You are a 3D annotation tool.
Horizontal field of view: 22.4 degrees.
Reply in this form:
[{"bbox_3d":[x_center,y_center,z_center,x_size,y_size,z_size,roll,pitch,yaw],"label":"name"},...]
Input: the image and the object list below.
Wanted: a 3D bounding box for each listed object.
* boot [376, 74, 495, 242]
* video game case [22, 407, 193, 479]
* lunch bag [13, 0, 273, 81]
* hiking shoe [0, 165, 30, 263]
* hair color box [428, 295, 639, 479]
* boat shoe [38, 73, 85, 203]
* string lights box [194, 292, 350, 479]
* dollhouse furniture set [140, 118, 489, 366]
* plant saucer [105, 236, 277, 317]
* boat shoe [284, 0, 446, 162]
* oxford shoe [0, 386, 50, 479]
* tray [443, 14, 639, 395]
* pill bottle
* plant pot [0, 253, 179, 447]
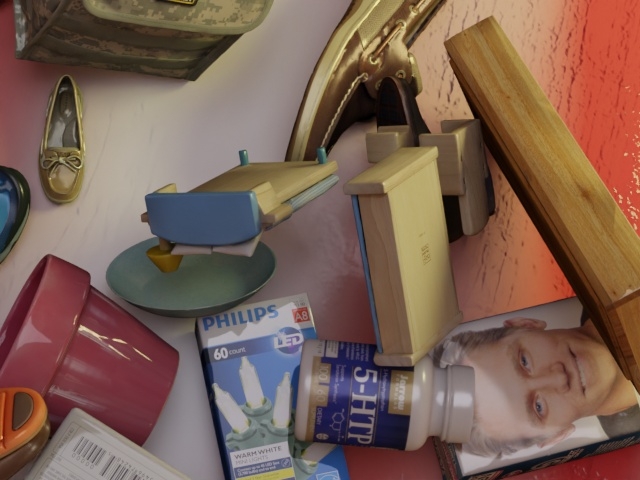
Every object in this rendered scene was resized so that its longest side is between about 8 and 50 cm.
[{"bbox_3d":[0.137,-0.103,1.920,0.106,0.082,0.219,-22,110,-24],"label":"boot"},{"bbox_3d":[-0.193,0.376,1.615,0.329,0.036,0.300,31,71,5],"label":"video game case"},{"bbox_3d":[-0.191,-0.305,1.830,0.235,0.287,0.169,4,70,-30],"label":"lunch bag"},{"bbox_3d":[-0.450,0.014,1.807,0.304,0.132,0.113,-39,81,-16],"label":"hiking shoe"},{"bbox_3d":[0.293,0.159,1.864,0.347,0.105,0.174,-13,74,-10],"label":"hair color box"},{"bbox_3d":[-0.304,-0.120,1.912,0.056,0.048,0.153,5,71,-5],"label":"boat shoe"},{"bbox_3d":[-0.053,0.202,1.822,0.133,0.077,0.259,-11,73,-9],"label":"string lights box"},{"bbox_3d":[0.000,0.000,1.795,0.303,0.286,0.198,0,108,29],"label":"dollhouse furniture set"},{"bbox_3d":[-0.145,0.046,1.840,0.195,0.195,0.037,-7,117,-9],"label":"plant saucer"},{"bbox_3d":[0.067,-0.208,1.952,0.123,0.123,0.342,27,65,3],"label":"boat shoe"},{"bbox_3d":[-0.403,0.277,1.675,0.364,0.130,0.133,-33,121,17],"label":"oxford shoe"},{"bbox_3d":[0.269,-0.043,1.795,0.076,0.203,0.411,-29,52,3],"label":"tray"},{"bbox_3d":[0.069,0.168,1.739,0.187,0.112,0.112,5,72,0],"label":"pill bottle"},{"bbox_3d":[-0.261,0.142,1.768,0.180,0.201,0.201,27,70,-13],"label":"plant pot"}]
